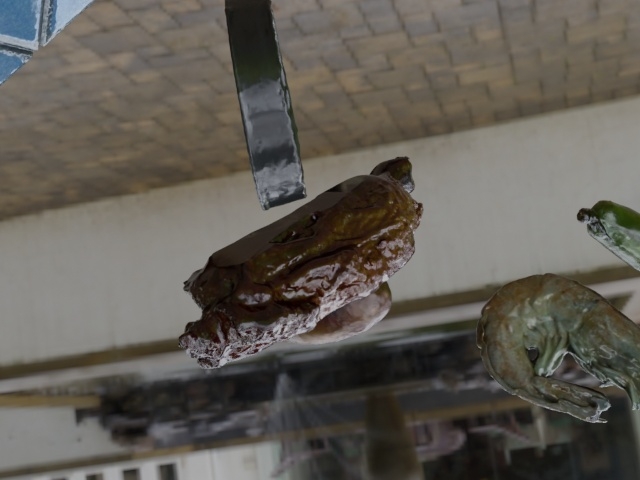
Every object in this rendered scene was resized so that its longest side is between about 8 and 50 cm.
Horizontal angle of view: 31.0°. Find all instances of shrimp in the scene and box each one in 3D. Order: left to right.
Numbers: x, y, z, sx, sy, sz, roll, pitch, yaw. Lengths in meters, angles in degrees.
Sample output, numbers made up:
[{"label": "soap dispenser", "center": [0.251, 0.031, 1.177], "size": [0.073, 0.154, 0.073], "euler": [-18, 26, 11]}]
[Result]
[{"label": "shrimp", "center": [0.224, 0.107, 0.959], "size": [0.126, 0.223, 0.047], "euler": [-38, 143, -20]}]

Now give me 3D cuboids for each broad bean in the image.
[{"label": "broad bean", "center": [0.002, 0.050, 1.089], "size": [0.114, 0.084, 0.165], "euler": [-24, -176, -16]}, {"label": "broad bean", "center": [0.319, 0.011, 1.101], "size": [0.214, 0.048, 0.070], "euler": [30, -170, -31]}]

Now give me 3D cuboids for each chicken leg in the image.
[{"label": "chicken leg", "center": [0.004, 0.001, 0.588], "size": [0.089, 0.048, 0.219], "euler": [3, -151, 41]}]

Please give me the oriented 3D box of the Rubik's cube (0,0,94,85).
[{"label": "Rubik's cube", "center": [-0.328, -0.199, 0.884], "size": [0.228, 0.228, 0.233], "euler": [-21, 125, 24]}]

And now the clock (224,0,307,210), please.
[{"label": "clock", "center": [-0.045, -0.118, 0.958], "size": [0.040, 0.184, 0.184], "euler": [-10, 171, 1]}]
